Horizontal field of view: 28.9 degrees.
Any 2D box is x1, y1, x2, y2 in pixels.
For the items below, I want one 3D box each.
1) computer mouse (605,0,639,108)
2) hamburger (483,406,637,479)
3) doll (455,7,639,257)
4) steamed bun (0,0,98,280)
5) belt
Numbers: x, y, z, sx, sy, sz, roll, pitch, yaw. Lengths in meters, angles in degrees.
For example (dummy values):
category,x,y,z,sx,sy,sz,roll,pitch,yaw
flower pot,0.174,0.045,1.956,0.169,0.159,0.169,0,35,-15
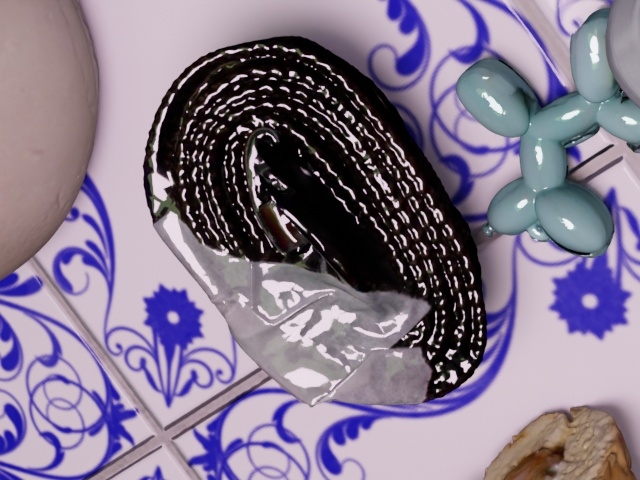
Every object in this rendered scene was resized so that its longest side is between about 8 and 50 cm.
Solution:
category,x,y,z,sx,sy,sz,roll,pitch,yaw
computer mouse,0.266,-0.175,0.760,0.128,0.079,0.231,33,100,-4
hamburger,0.159,0.303,0.905,0.209,0.162,0.330,44,79,-13
doll,0.164,-0.064,0.856,0.159,0.059,0.159,-28,97,28
steamed bun,-0.369,-0.111,0.973,0.374,0.241,0.375,7,111,18
belt,0.001,-0.008,0.874,0.184,0.164,0.289,-37,95,8
